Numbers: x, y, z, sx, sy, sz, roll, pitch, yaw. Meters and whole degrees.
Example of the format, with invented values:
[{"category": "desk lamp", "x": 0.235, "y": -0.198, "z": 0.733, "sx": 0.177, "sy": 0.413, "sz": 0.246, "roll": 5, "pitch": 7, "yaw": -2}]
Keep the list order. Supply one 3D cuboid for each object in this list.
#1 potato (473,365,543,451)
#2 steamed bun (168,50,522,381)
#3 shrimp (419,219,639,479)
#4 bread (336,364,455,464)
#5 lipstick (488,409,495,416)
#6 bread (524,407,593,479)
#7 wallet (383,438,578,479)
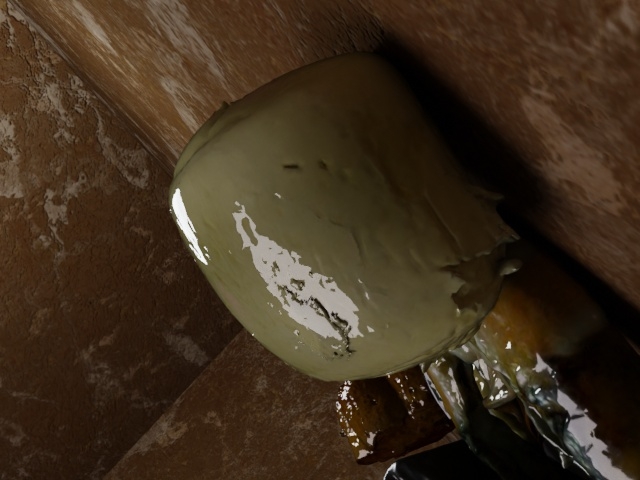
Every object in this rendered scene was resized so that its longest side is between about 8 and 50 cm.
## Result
[{"category": "potato", "x": 0.213, "y": 0.154, "z": 0.949, "sx": 0.138, "sy": 0.091, "sz": 0.070, "roll": 45, "pitch": 160, "yaw": -8}, {"category": "steamed bun", "x": 0.000, "y": 0.000, "z": 0.677, "sx": 0.232, "sy": 0.166, "sz": 0.273, "roll": 64, "pitch": 157, "yaw": -3}, {"category": "shrimp", "x": 0.194, "y": 0.161, "z": 0.737, "sx": 0.445, "sy": 0.085, "sz": 0.272, "roll": 48, "pitch": 151, "yaw": 25}, {"category": "bread", "x": 0.126, "y": 0.217, "z": 1.288, "sx": 0.135, "sy": 0.232, "sz": 0.246, "roll": 51, "pitch": -177, "yaw": 19}, {"category": "lipstick", "x": 0.278, "y": 0.285, "z": 1.469, "sx": 0.264, "sy": 0.059, "sz": 0.059, "roll": 39, "pitch": 172, "yaw": 31}, {"category": "bread", "x": 0.295, "y": 0.207, "z": 0.847, "sx": 0.268, "sy": 0.095, "sz": 0.139, "roll": 34, "pitch": 168, "yaw": -1}, {"category": "wallet", "x": 0.243, "y": 0.270, "z": 0.934, "sx": 0.228, "sy": 0.062, "sz": 0.406, "roll": 35, "pitch": -165, "yaw": 30}]
